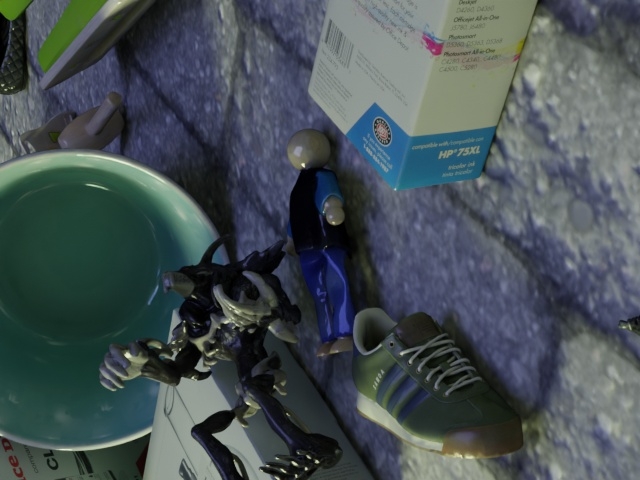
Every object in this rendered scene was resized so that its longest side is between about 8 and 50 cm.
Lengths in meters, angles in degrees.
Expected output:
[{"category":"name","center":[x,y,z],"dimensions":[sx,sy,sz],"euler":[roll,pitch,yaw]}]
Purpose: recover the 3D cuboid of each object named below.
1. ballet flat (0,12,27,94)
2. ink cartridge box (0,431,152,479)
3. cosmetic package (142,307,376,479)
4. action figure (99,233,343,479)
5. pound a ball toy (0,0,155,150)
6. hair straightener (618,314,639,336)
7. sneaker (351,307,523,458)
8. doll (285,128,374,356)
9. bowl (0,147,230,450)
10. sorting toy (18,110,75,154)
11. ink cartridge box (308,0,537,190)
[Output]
[{"category":"ballet flat","center":[-0.432,-0.285,1.776],"dimensions":[0.057,0.049,0.173],"euler":[16,112,58]},{"category":"ink cartridge box","center":[-0.298,0.247,1.408],"dimensions":[0.114,0.273,0.197],"euler":[-37,70,25]},{"category":"cosmetic package","center":[-0.075,0.287,1.244],"dimensions":[0.284,0.097,0.377],"euler":[55,142,43]},{"category":"action figure","center":[-0.082,0.092,1.065],"dimensions":[0.164,0.141,0.275],"euler":[-40,49,17]},{"category":"pound a ball toy","center":[-0.226,-0.236,1.373],"dimensions":[0.208,0.136,0.319],"euler":[55,150,-5]},{"category":"hair straightener","center":[0.234,0.108,0.687],"dimensions":[0.230,0.047,0.089],"euler":[41,131,50]},{"category":"sneaker","center":[0.075,0.097,0.950],"dimensions":[0.192,0.064,0.086],"euler":[12,113,63]},{"category":"doll","center":[0.000,0.000,1.078],"dimensions":[0.129,0.046,0.189],"euler":[156,104,-69]},{"category":"bowl","center":[-0.252,0.040,1.331],"dimensions":[0.163,0.312,0.311],"euler":[-122,32,-70]},{"category":"sorting toy","center":[-0.334,-0.114,1.618],"dimensions":[0.083,0.075,0.045],"euler":[67,148,26]},{"category":"ink cartridge box","center":[0.074,-0.166,0.870],"dimensions":[0.134,0.078,0.231],"euler":[52,140,41]}]
